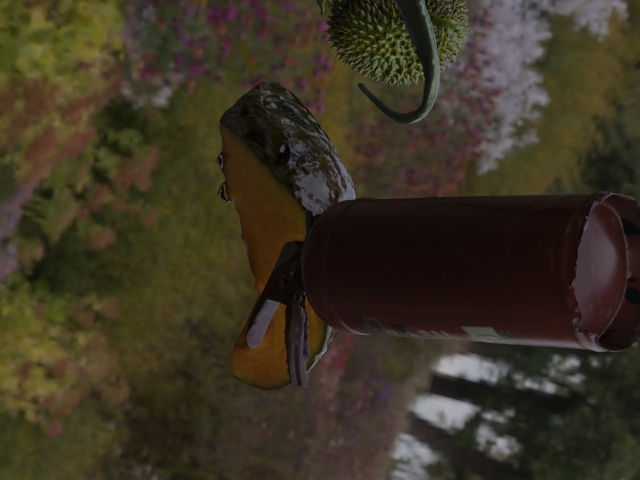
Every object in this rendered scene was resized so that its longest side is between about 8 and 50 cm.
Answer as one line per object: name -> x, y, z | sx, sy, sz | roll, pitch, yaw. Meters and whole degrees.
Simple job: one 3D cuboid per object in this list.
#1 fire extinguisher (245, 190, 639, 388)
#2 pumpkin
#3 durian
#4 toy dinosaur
fire extinguisher -> 0.070, 0.040, 0.963 | 0.337, 0.106, 0.147 | -1, -106, 45
pumpkin -> 0.000, 0.000, 1.344 | 0.169, 0.148, 0.312 | -31, 134, -43
durian -> 0.100, -0.276, 1.759 | 0.146, 0.198, 0.159 | 75, 10, -60
toy dinosaur -> 0.050, -0.276, 1.009 | 0.147, 0.076, 0.363 | 130, -51, -66
